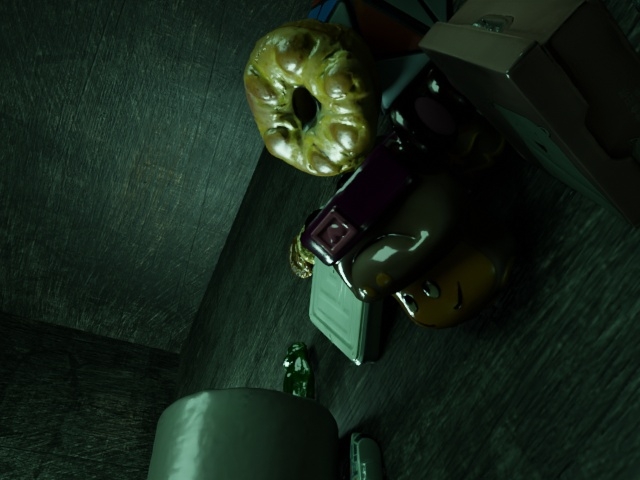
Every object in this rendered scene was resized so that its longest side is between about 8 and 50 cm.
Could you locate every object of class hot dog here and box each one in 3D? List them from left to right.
[{"bbox_3d":[-0.041,0.028,1.330,0.099,0.065,0.147,-18,52,56],"label":"hot dog"}]

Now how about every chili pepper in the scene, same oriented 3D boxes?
[{"bbox_3d":[-0.049,0.316,1.074,0.098,0.061,0.224,-52,24,30],"label":"chili pepper"}]

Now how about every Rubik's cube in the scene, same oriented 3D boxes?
[{"bbox_3d":[0.116,-0.470,1.080,0.246,0.250,0.248,-44,30,54],"label":"Rubik's cube"}]

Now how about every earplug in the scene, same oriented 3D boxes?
[{"bbox_3d":[-0.126,0.468,0.742,0.312,0.313,0.393,-54,25,42],"label":"earplug"}]

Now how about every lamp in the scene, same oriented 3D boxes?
[{"bbox_3d":[0.048,0.068,0.946,0.269,0.047,0.266,-156,70,-68],"label":"lamp"}]

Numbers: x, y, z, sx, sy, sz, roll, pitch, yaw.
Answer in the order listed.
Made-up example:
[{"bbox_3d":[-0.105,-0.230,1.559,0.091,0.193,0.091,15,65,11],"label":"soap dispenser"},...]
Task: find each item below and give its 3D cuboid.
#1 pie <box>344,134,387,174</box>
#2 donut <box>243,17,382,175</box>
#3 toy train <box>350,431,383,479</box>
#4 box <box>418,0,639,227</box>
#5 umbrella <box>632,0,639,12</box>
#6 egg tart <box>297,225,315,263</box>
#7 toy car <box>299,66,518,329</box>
[{"bbox_3d":[0.094,-0.083,1.045,0.302,0.067,0.302,-162,90,-72],"label":"pie"},{"bbox_3d":[-0.012,-0.286,1.007,0.317,0.299,0.150,-45,13,52],"label":"donut"},{"bbox_3d":[0.067,0.375,0.705,0.047,0.043,0.207,-51,26,41],"label":"toy train"},{"bbox_3d":[0.225,-0.142,0.489,0.086,0.215,0.215,-46,25,14],"label":"box"},{"bbox_3d":[0.352,-0.231,0.490,0.143,0.040,0.037,-93,20,-52],"label":"umbrella"},{"bbox_3d":[0.000,0.000,1.243,0.129,0.049,0.128,-15,65,36],"label":"egg tart"},{"bbox_3d":[0.145,-0.047,0.664,0.340,0.240,0.271,-49,1,-41],"label":"toy car"}]
